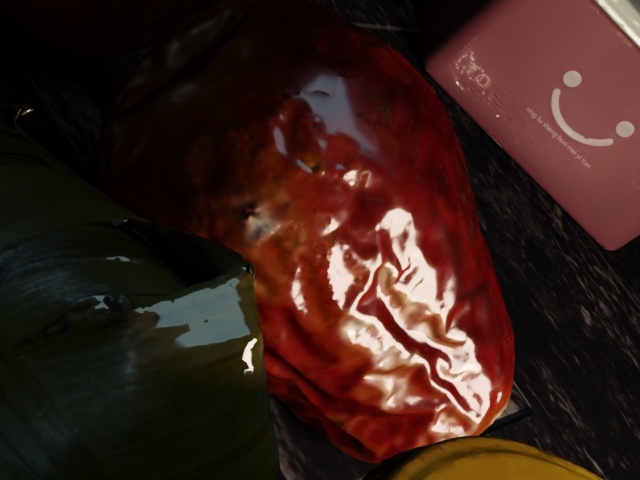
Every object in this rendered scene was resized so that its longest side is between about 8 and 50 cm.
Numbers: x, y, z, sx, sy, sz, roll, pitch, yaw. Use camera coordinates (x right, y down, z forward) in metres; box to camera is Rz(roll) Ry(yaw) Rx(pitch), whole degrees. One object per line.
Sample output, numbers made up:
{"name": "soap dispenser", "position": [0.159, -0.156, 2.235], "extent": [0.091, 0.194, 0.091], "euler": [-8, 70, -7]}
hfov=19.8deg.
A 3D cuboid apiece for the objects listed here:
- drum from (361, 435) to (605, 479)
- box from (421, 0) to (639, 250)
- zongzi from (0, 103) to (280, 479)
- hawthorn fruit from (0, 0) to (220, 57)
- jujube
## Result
{"name": "drum", "position": [0.069, 0.286, 0.561], "extent": [0.431, 0.214, 0.431], "euler": [41, 24, -23]}
{"name": "box", "position": [0.224, -0.145, 1.533], "extent": [0.294, 0.167, 0.193], "euler": [43, 26, -17]}
{"name": "zongzi", "position": [-0.186, 0.058, 0.621], "extent": [0.260, 0.289, 0.123], "euler": [35, -40, 52]}
{"name": "hawthorn fruit", "position": [-0.099, -0.196, 0.968], "extent": [0.179, 0.200, 0.179], "euler": [25, 57, -45]}
{"name": "jujube", "position": [0.000, 0.000, 0.936], "extent": [0.255, 0.190, 0.190], "euler": [60, 18, -23]}
